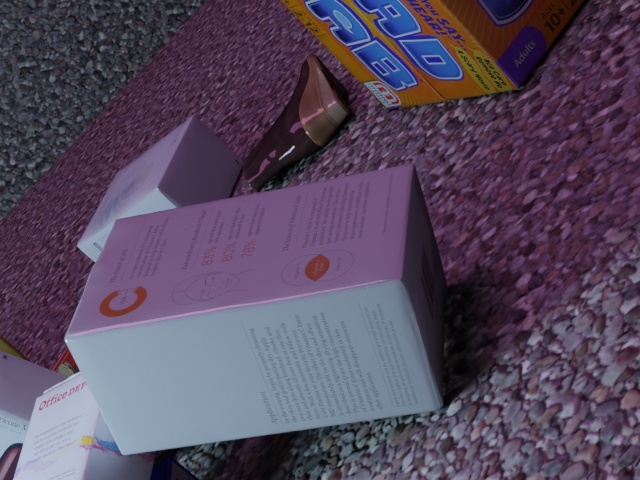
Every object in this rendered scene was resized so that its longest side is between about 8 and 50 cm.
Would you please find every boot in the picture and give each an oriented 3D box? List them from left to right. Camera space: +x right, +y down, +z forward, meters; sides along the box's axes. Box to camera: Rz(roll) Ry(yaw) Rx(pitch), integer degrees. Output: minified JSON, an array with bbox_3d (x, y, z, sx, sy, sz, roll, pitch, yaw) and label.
[{"bbox_3d":[-0.055,-0.199,2.138,0.207,0.090,0.248,-39,25,13],"label":"boot"}]

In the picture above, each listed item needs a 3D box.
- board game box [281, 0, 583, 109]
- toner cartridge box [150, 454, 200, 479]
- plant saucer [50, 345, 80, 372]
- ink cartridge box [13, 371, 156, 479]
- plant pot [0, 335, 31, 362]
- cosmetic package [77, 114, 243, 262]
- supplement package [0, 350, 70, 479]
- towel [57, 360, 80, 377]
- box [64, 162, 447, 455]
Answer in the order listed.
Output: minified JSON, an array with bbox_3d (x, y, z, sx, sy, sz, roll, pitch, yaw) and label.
[{"bbox_3d":[0.160,-0.441,1.789,0.356,0.356,0.356,-52,21,-15],"label":"board game box"},{"bbox_3d":[-0.272,0.409,1.454,0.348,0.075,0.165,-40,21,16],"label":"toner cartridge box"},{"bbox_3d":[-0.346,0.157,2.110,0.258,0.048,0.259,-23,32,48],"label":"plant saucer"},{"bbox_3d":[-0.263,0.256,1.424,0.154,0.093,0.212,-28,42,38],"label":"ink cartridge box"},{"bbox_3d":[-0.650,0.247,2.258,0.212,0.187,0.212,-23,14,47],"label":"plant pot"},{"bbox_3d":[-0.279,-0.066,2.264,0.224,0.138,0.224,-31,26,33],"label":"cosmetic package"},{"bbox_3d":[-0.367,0.285,1.626,0.203,0.194,0.149,-61,18,15],"label":"supplement package"},{"bbox_3d":[-0.383,0.252,1.972,0.148,0.027,0.110,21,92,59],"label":"towel"},{"bbox_3d":[-0.055,0.071,1.338,0.345,0.168,0.215,-10,32,14],"label":"box"}]
